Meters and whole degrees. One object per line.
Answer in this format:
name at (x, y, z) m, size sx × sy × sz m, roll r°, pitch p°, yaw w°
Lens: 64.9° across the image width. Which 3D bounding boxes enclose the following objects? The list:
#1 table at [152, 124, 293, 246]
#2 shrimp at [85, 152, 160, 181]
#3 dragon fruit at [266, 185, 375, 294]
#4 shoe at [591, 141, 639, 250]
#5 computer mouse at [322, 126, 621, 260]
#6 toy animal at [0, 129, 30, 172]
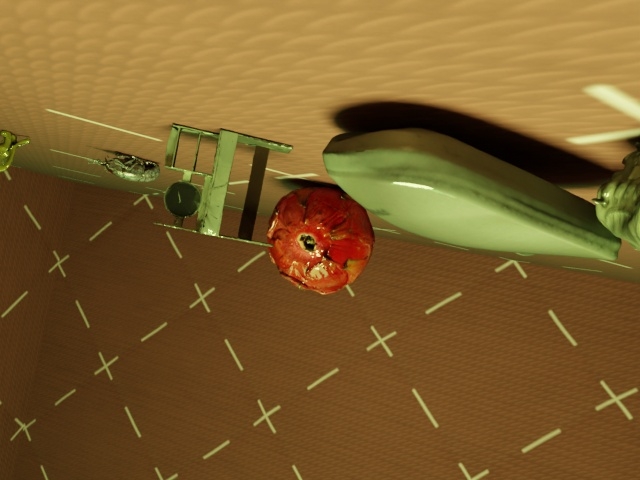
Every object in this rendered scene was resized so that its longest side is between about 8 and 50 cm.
table at (-0.141, -0.079, 0.718) m, size 0.176 × 0.146 × 0.062 m, roll 11°, pitch 179°, yaw -11°
shrimp at (-0.459, -0.175, 1.177) m, size 0.165 × 0.065 × 0.057 m, roll 18°, pitch 143°, yaw -30°
dragon fruit at (-0.001, -0.006, 1.056) m, size 0.241 × 0.240 × 0.252 m, roll 11°, pitch 164°, yaw 18°
shoe at (0.270, -0.034, 0.386) m, size 0.098 × 0.103 × 0.275 m, roll 33°, pitch -171°, yaw 30°
computer mouse at (0.156, -0.037, 0.535) m, size 0.331 × 0.094 × 0.197 m, roll 18°, pitch -172°, yaw -17°
toy animal at (-0.798, -0.200, 1.209) m, size 0.182 × 0.136 × 0.073 m, roll 10°, pitch 178°, yaw 4°
